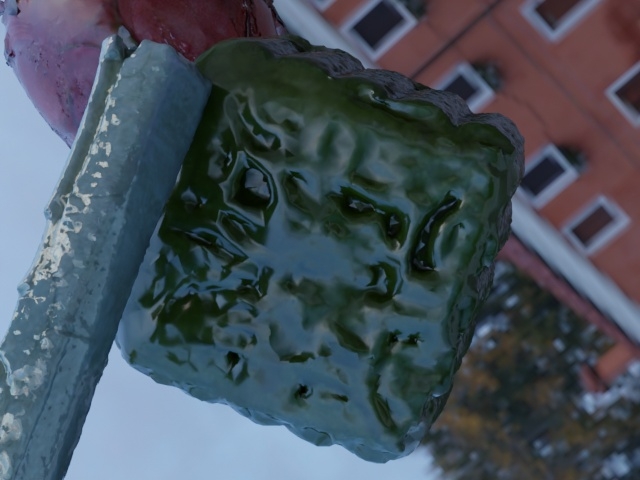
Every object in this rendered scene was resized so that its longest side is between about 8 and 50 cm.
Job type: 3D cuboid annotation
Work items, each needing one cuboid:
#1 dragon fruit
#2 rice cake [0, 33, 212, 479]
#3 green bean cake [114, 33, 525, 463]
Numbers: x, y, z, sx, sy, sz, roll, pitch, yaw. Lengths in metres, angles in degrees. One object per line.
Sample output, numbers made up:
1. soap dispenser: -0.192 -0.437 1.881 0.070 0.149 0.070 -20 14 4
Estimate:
1. dragon fruit: -0.189 -0.214 1.813 0.301 0.295 0.296 41 -162 -19
2. rice cake: -0.153 0.031 1.053 0.063 0.336 0.066 9 162 30
3. green bean cake: 0.000 0.000 1.176 0.247 0.250 0.156 21 -166 10
